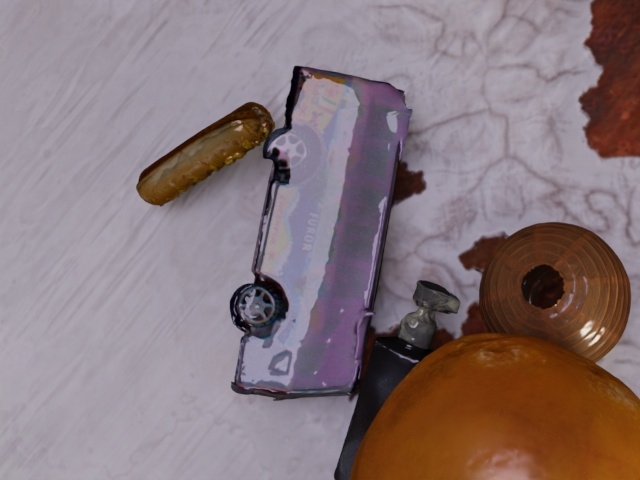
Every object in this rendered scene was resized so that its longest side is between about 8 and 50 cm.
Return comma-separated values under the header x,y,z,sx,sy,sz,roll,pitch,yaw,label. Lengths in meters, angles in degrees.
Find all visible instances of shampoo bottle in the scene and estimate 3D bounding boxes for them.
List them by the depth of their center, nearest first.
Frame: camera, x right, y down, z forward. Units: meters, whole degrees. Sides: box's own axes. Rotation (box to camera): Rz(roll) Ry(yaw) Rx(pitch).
x,y,z,sx,sy,sz,roll,pitch,yaw,label
0.072,0.136,1.054,0.063,0.057,0.208,27,106,31,shampoo bottle

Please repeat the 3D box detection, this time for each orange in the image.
x,y,z,sx,sy,sz,roll,pitch,yaw,label
0.154,0.206,0.922,0.261,0.261,0.261,-3,80,15,orange

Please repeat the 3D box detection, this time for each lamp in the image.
x,y,z,sx,sy,sz,roll,pitch,yaw,label
0.208,0.050,1.024,0.136,0.136,0.136,-3,80,15,lamp

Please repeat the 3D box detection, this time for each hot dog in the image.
x,y,z,sx,sy,sz,roll,pitch,yaw,label
-0.113,-0.087,1.151,0.165,0.071,0.045,-28,97,29,hot dog

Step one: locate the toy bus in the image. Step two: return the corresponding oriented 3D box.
x,y,z,sx,sy,sz,roll,pitch,yaw,label
0.000,0.000,1.107,0.137,0.112,0.317,9,84,6,toy bus
